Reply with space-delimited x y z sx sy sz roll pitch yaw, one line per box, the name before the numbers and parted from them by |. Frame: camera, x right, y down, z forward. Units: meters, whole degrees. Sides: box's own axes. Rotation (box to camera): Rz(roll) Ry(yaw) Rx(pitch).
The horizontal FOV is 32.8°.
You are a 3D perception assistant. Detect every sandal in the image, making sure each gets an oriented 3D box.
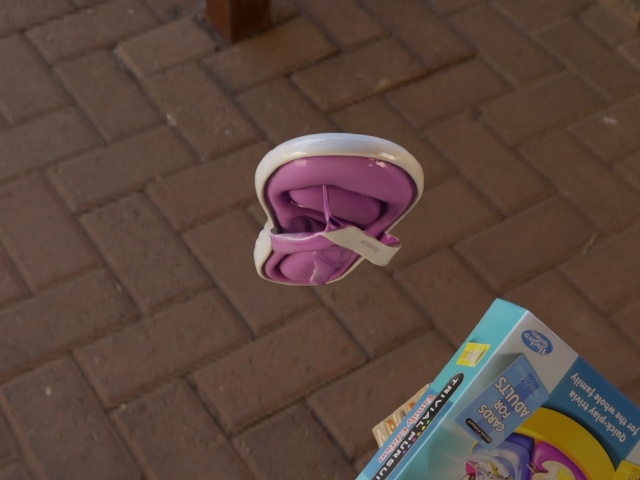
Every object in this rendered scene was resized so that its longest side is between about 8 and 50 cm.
sandal | 0.016 -0.001 1.147 0.169 0.416 0.102 -2 73 -5

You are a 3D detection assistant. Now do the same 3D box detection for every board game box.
board game box | 0.175 0.269 1.079 0.254 0.079 0.336 40 85 -15

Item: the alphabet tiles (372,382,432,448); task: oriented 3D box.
alphabet tiles | 0.139 0.281 1.275 0.009 0.237 0.198 -15 71 -23
